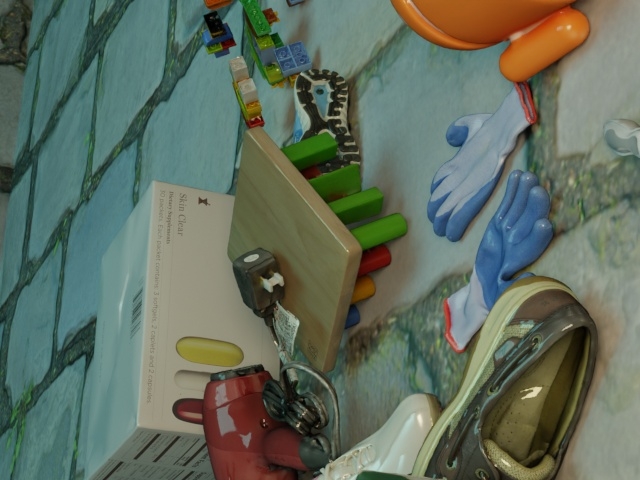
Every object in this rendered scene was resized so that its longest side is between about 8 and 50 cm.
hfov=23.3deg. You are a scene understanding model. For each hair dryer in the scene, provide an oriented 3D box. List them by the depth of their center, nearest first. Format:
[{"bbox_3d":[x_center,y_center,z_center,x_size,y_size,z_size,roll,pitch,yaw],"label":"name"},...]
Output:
[{"bbox_3d":[-0.049,0.176,1.327,0.223,0.080,0.293,-114,20,-51],"label":"hair dryer"}]

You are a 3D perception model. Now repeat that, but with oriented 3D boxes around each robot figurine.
[{"bbox_3d":[0.123,-0.204,1.083,0.128,0.158,0.219,-62,15,-19],"label":"robot figurine"}]

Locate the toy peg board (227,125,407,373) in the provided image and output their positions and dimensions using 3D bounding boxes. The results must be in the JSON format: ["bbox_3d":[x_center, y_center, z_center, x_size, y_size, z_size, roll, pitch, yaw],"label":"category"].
[{"bbox_3d":[0.000,0.000,1.345,0.161,0.079,0.160,51,148,32],"label":"toy peg board"}]

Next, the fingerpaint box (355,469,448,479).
[{"bbox_3d":[0.074,0.412,0.843,0.371,0.163,0.444,-125,49,-63],"label":"fingerpaint box"}]

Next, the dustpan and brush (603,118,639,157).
[{"bbox_3d":[0.201,-0.051,0.867,0.211,0.060,0.147,-83,-17,-79],"label":"dustpan and brush"}]

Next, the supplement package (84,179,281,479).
[{"bbox_3d":[-0.139,0.106,1.591,0.204,0.145,0.261,134,141,-57],"label":"supplement package"}]

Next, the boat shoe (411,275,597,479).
[{"bbox_3d":[0.117,0.134,0.995,0.073,0.080,0.223,-128,56,-70],"label":"boat shoe"}]

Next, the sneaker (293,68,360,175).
[{"bbox_3d":[0.003,-0.080,1.460,0.073,0.063,0.162,98,175,-57],"label":"sneaker"}]

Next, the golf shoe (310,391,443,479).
[{"bbox_3d":[0.035,0.189,1.175,0.067,0.086,0.186,-107,36,-53],"label":"golf shoe"}]

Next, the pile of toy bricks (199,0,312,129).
[{"bbox_3d":[-0.065,-0.213,1.654,0.105,0.118,0.212,81,168,-59],"label":"pile of toy bricks"}]

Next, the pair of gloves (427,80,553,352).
[{"bbox_3d":[0.121,-0.024,1.146,0.159,0.023,0.198,123,150,-45],"label":"pair of gloves"}]
